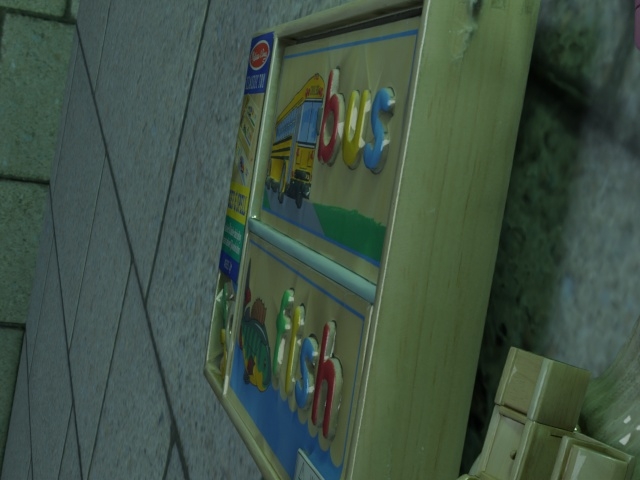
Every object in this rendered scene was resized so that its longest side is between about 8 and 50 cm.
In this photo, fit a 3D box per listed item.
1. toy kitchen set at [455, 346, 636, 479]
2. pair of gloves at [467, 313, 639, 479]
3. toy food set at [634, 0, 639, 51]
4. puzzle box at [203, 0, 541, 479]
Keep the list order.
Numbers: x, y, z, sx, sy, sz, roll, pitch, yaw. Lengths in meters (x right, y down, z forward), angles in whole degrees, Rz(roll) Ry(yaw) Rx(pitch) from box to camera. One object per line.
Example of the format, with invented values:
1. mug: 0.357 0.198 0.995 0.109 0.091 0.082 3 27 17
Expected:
1. toy kitchen set: 0.056 0.078 0.380 0.068 0.075 0.083 12 85 70
2. pair of gloves: 0.104 0.153 0.371 0.204 0.042 0.240 118 152 -45
3. toy food set: 0.142 -0.089 0.385 0.122 0.019 0.078 58 138 49
4. puzzle box: 0.000 0.000 0.649 0.409 0.052 0.272 -156 74 -74
